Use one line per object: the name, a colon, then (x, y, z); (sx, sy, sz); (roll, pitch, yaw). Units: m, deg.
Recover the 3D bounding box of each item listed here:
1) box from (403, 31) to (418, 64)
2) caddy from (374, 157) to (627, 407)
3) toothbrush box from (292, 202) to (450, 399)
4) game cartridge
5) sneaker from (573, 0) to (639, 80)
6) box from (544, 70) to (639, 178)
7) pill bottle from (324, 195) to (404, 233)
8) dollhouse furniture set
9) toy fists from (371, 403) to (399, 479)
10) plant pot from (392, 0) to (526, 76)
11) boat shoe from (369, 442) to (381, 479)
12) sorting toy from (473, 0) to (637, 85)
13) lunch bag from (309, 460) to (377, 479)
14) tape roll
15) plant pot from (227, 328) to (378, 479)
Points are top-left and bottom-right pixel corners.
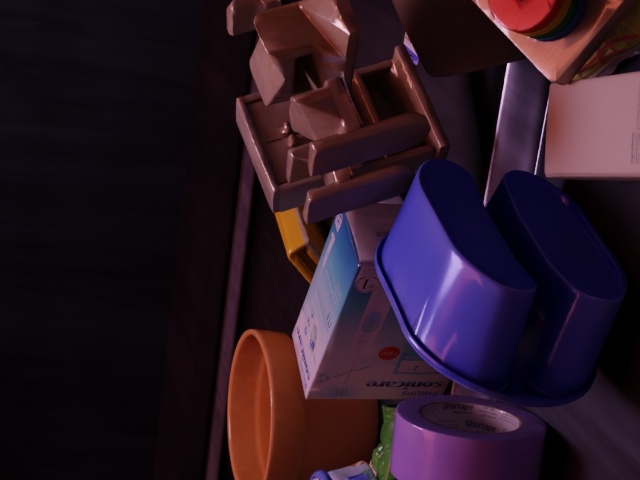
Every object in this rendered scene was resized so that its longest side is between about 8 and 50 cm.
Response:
box: (0.161, -0.342, 2.115); (0.081, 0.028, 0.136); (-122, 35, -60)
caddy: (0.202, 0.054, 1.601); (0.341, 0.241, 0.179); (-112, 34, -53)
toothbrush box: (0.102, 0.092, 1.938); (0.295, 0.216, 0.126); (112, 154, -44)
game cartridge: (0.000, 0.000, 2.251); (0.285, 0.053, 0.323); (51, -169, -38)
sneaker: (0.309, -0.238, 1.533); (0.208, 0.094, 0.081); (124, 145, -57)
box: (0.338, -0.116, 1.428); (0.275, 0.094, 0.113); (-167, 80, -72)
pill bottle: (0.057, -0.078, 2.234); (0.229, 0.131, 0.131); (-110, 28, -50)
dollhouse furniture set: (0.039, -0.216, 1.746); (0.394, 0.256, 0.362); (99, 151, -66)
toy fists: (0.147, 0.314, 1.971); (0.279, 0.096, 0.142); (171, 99, -71)
plant pot: (0.188, -0.335, 1.742); (0.263, 0.263, 0.229); (-162, 57, -72)
boat shoe: (0.099, 0.385, 2.174); (0.059, 0.063, 0.170); (-101, 26, -56)
sorting toy: (0.244, -0.348, 1.472); (0.257, 0.089, 0.255); (-52, 57, 24)
lunch bag: (0.061, 0.487, 2.051); (0.303, 0.115, 0.243); (-123, 31, -46)
tape roll: (0.184, 0.257, 1.709); (0.189, 0.189, 0.080); (-146, 60, -69)
plant pot: (-0.027, 0.299, 2.334); (0.291, 0.203, 0.291); (-177, 90, -73)
